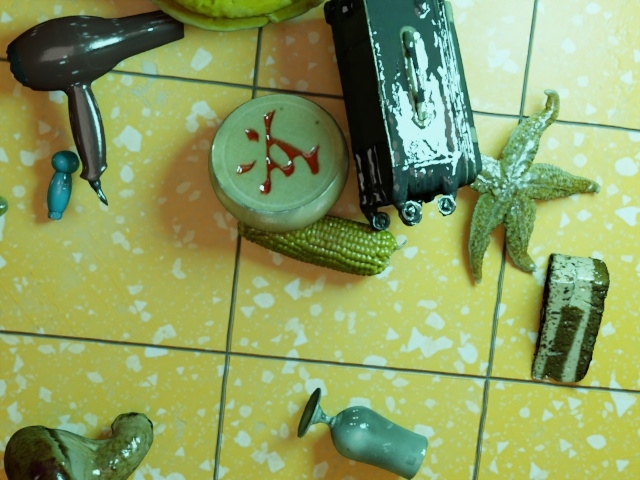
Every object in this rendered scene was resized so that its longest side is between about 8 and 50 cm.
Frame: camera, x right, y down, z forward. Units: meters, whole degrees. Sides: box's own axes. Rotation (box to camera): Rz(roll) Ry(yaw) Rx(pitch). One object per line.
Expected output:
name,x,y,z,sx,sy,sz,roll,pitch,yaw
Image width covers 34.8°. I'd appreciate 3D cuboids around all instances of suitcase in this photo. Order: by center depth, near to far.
suitcase,0.138,-0.244,1.731,0.194,0.283,0.433,-11,88,-11

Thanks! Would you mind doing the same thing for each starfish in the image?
starfish,0.344,-0.104,1.874,0.327,0.094,0.375,30,99,-8

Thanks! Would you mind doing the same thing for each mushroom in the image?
mushroom,-0.436,0.420,1.810,0.267,0.267,0.254,22,94,-5

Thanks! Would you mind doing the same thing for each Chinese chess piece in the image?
Chinese chess piece,-0.073,-0.136,1.797,0.250,0.103,0.249,-1,70,2

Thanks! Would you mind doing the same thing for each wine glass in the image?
wine glass,0.080,0.365,1.903,0.231,0.103,0.103,26,94,-8

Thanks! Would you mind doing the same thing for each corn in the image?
corn,0.000,0.000,1.861,0.310,0.101,0.101,11,95,-3

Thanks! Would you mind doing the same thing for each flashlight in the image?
flashlight,-0.470,-0.100,1.849,0.051,0.051,0.129,12,96,-4

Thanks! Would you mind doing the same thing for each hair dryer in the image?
hair dryer,-0.373,-0.235,1.813,0.313,0.123,0.340,-13,98,-11

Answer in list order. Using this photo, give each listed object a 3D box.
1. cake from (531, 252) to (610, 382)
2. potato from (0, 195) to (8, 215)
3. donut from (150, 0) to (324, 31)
cake,0.471,0.138,1.932,0.112,0.135,0.246,7,125,8
potato,-0.612,-0.055,1.849,0.092,0.045,0.046,-22,133,2
donut,-0.140,-0.574,1.745,0.449,0.198,0.448,0,94,-3
